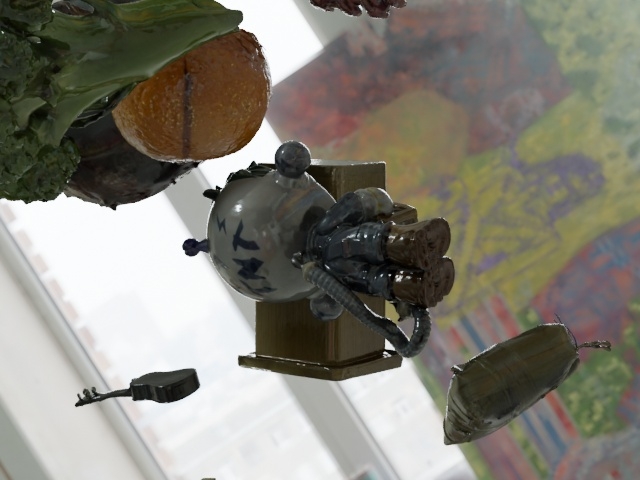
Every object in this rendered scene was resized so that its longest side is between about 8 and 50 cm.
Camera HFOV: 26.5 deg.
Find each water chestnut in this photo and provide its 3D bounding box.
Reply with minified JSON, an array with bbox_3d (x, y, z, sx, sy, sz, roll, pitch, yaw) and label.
[{"bbox_3d":[-0.286,-0.220,1.878,0.350,0.350,0.302,-33,-34,6],"label":"water chestnut"}]

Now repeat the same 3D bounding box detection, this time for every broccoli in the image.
[{"bbox_3d":[-0.275,-0.195,1.320,0.302,0.186,0.254,-50,-43,0],"label":"broccoli"}]

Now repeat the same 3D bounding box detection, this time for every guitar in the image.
[{"bbox_3d":[-0.317,0.250,2.282,0.271,0.038,0.084,-9,11,37],"label":"guitar"}]

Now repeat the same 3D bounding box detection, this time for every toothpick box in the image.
[{"bbox_3d":[0.002,0.037,2.000,0.188,0.308,0.190,5,7,35],"label":"toothpick box"}]

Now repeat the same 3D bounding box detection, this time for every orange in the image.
[{"bbox_3d":[-0.146,-0.164,1.520,0.193,0.161,0.193,-4,9,1],"label":"orange"}]

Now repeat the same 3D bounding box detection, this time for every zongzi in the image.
[{"bbox_3d":[0.229,0.169,1.590,0.189,0.081,0.178,-26,-24,-15],"label":"zongzi"}]

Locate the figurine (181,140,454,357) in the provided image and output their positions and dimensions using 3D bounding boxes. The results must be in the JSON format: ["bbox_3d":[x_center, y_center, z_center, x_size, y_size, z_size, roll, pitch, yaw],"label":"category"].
[{"bbox_3d":[0.001,-0.004,1.798,0.382,0.261,0.186,7,17,35],"label":"figurine"}]

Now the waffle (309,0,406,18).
[{"bbox_3d":[0.031,-0.392,1.754,0.221,0.234,0.055,-65,-5,34],"label":"waffle"}]

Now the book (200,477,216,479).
[{"bbox_3d":[-0.143,0.454,1.805,0.026,0.230,0.161,-5,24,10],"label":"book"}]
